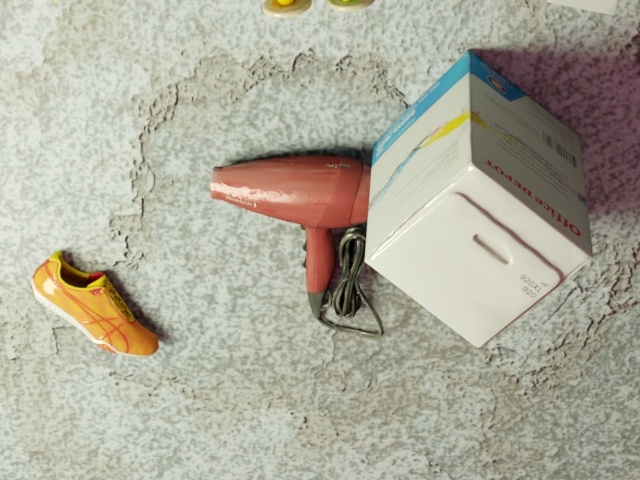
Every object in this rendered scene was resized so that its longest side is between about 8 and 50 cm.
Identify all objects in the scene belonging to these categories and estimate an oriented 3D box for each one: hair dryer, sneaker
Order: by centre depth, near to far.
[{"bbox_3d":[0.000,0.000,2.155,0.293,0.080,0.223,36,122,-17],"label":"hair dryer"},{"bbox_3d":[-0.256,0.079,2.241,0.175,0.064,0.067,35,110,-22],"label":"sneaker"}]

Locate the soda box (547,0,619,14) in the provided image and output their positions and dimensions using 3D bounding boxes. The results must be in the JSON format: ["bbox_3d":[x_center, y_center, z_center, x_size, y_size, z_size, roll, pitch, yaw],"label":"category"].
[{"bbox_3d":[0.285,-0.338,1.907,0.074,0.069,0.216,11,124,-3],"label":"soda box"}]

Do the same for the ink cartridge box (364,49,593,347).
[{"bbox_3d":[0.164,-0.044,2.019,0.171,0.232,0.168,36,119,-19],"label":"ink cartridge box"}]

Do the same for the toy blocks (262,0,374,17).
[{"bbox_3d":[-0.011,-0.307,1.958,0.123,0.054,0.148,-5,124,8],"label":"toy blocks"}]
